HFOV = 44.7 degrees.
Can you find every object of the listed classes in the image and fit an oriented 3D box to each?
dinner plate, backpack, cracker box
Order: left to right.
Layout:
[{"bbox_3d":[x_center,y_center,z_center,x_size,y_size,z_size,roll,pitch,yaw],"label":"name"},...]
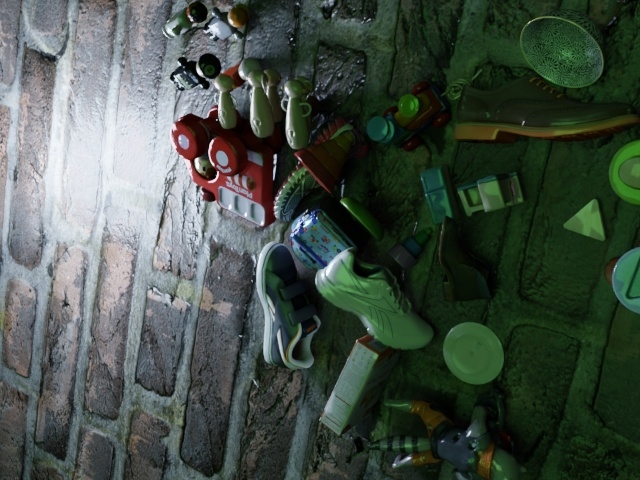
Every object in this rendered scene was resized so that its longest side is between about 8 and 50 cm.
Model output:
[{"bbox_3d":[0.000,0.000,1.814,0.173,0.117,0.158,-33,103,37],"label":"backpack"},{"bbox_3d":[0.101,0.320,1.790,0.067,0.155,0.232,33,113,23],"label":"cracker box"},{"bbox_3d":[0.335,0.251,1.720,0.141,0.017,0.141,4,99,30],"label":"dinner plate"}]

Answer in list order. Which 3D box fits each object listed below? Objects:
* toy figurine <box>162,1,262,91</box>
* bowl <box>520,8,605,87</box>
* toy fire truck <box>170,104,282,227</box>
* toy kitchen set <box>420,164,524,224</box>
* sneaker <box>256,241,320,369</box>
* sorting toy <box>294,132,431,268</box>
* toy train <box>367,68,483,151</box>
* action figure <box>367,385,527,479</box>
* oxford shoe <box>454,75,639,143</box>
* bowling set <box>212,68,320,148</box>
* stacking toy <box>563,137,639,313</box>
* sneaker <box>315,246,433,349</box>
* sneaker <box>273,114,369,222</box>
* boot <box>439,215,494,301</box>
[{"bbox_3d":[-0.255,-0.462,1.859,0.148,0.213,0.210,-12,87,44],"label":"toy figurine"},{"bbox_3d":[0.476,-0.381,1.483,0.170,0.170,0.080,30,68,25],"label":"bowl"},{"bbox_3d":[-0.236,-0.185,1.932,0.302,0.169,0.254,24,128,27],"label":"toy fire truck"},{"bbox_3d":[0.293,-0.108,1.602,0.207,0.166,0.122,-15,89,32],"label":"toy kitchen set"},{"bbox_3d":[-0.069,0.162,1.892,0.127,0.126,0.321,9,113,35],"label":"sneaker"},{"bbox_3d":[0.110,-0.099,1.712,0.126,0.127,0.365,-45,99,0],"label":"sorting toy"},{"bbox_3d":[0.215,-0.288,1.635,0.248,0.143,0.105,-38,78,30],"label":"toy train"},{"bbox_3d":[0.285,0.490,1.698,0.330,0.178,0.341,3,97,41],"label":"action figure"},{"bbox_3d":[0.432,-0.260,1.521,0.363,0.130,0.133,4,93,31],"label":"oxford shoe"},{"bbox_3d":[-0.091,-0.332,1.770,0.287,0.200,0.154,18,127,31],"label":"bowling set"},{"bbox_3d":[0.613,-0.031,1.439,0.279,0.130,0.309,42,116,19],"label":"stacking toy"},{"bbox_3d":[0.134,0.133,1.723,0.297,0.111,0.129,34,122,-6],"label":"sneaker"},{"bbox_3d":[-0.008,-0.146,1.814,0.112,0.121,0.299,39,122,-1],"label":"sneaker"},{"bbox_3d":[0.310,0.040,1.644,0.106,0.082,0.219,3,130,20],"label":"boot"}]
